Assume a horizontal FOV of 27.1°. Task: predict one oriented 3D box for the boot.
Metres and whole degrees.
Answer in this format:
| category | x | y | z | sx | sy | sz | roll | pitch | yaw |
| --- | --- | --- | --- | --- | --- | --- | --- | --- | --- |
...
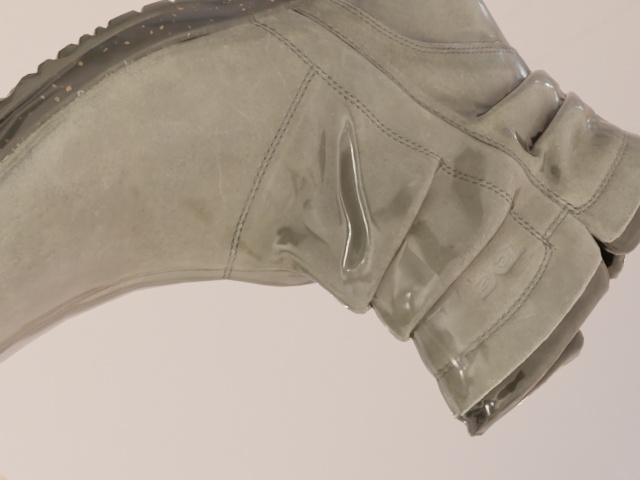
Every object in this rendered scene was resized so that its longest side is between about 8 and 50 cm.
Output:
| category | x | y | z | sx | sy | sz | roll | pitch | yaw |
| --- | --- | --- | --- | --- | --- | --- | --- | --- | --- |
| boot | 0.000 | 0.000 | 0.394 | 0.246 | 0.161 | 0.083 | -42 | -9 | -30 |
